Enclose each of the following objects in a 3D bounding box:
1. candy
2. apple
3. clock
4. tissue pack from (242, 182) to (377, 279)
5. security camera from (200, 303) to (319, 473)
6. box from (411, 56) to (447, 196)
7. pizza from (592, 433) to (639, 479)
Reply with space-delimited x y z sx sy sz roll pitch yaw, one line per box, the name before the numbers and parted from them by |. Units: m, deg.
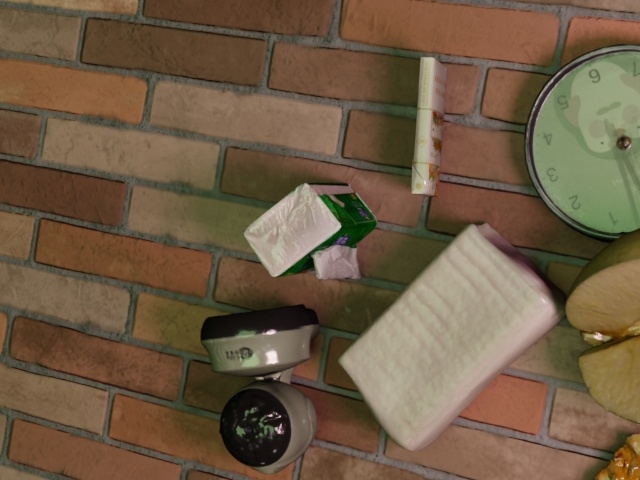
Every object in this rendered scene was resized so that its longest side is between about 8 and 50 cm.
candy | 0.209 0.155 1.871 0.358 0.145 0.208 -46 74 15
apple | 0.518 0.117 1.701 0.258 0.233 0.295 -20 93 40
clock | 0.478 -0.151 1.807 0.319 0.066 0.318 0 90 21
tissue pack | 0.002 -0.001 1.922 0.148 0.209 0.156 -40 78 17
security camera | -0.096 0.257 1.972 0.197 0.191 0.277 -9 87 20
box | 0.180 -0.184 1.897 0.032 0.122 0.220 4 91 15
pizza | 0.459 0.467 1.775 0.226 0.086 0.335 -1 79 23
